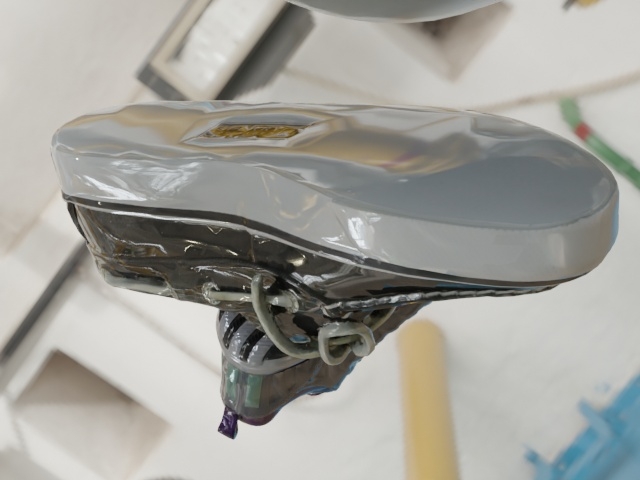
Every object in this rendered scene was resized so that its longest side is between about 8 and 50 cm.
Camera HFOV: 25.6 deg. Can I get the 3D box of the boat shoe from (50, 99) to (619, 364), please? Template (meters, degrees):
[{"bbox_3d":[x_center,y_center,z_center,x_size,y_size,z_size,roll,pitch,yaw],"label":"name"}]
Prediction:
[{"bbox_3d":[-0.003,0.002,0.656,0.306,0.104,0.113,6,28,33],"label":"boat shoe"}]

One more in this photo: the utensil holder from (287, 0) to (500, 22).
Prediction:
[{"bbox_3d":[0.108,-0.260,0.464,0.385,0.328,0.327,-14,40,60],"label":"utensil holder"}]

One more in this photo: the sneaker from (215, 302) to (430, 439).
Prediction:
[{"bbox_3d":[0.018,0.038,0.868,0.224,0.083,0.098,-26,-35,-37],"label":"sneaker"}]
